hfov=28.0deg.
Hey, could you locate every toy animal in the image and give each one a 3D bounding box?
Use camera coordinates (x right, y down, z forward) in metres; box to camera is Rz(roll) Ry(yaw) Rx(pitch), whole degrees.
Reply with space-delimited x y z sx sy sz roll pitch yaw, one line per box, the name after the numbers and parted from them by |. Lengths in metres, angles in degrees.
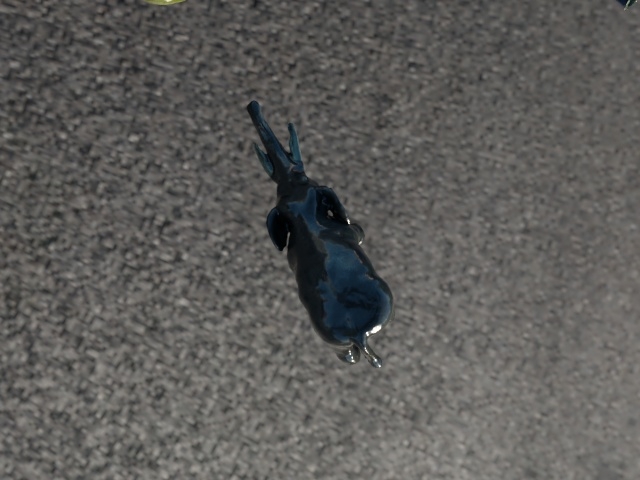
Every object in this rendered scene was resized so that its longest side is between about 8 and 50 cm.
0.000 -0.001 1.239 0.082 0.269 0.137 -25 168 3 | toy animal

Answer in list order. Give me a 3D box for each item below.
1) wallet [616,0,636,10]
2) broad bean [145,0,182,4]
0.334 -0.391 1.541 0.141 0.202 0.059 -49 164 4 | wallet
-0.212 -0.385 1.740 0.124 0.082 0.174 39 50 -20 | broad bean
